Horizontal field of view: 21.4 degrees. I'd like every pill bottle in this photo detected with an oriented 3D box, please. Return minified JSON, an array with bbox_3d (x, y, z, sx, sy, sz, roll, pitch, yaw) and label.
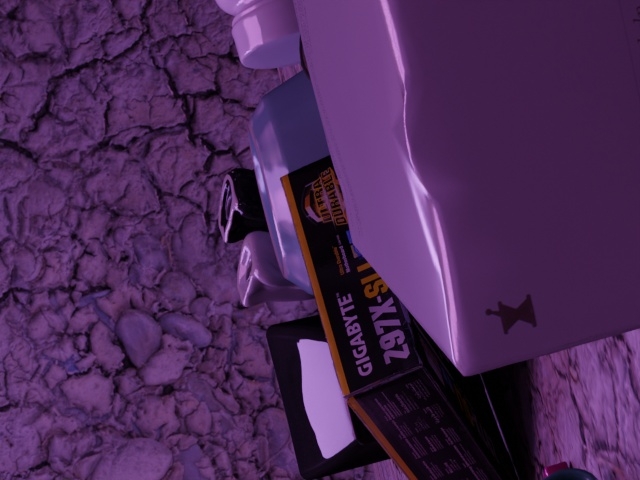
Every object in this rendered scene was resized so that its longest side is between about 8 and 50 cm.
[{"bbox_3d":[-0.056,-0.348,1.901,0.161,0.161,0.283,102,154,-81],"label":"pill bottle"}]

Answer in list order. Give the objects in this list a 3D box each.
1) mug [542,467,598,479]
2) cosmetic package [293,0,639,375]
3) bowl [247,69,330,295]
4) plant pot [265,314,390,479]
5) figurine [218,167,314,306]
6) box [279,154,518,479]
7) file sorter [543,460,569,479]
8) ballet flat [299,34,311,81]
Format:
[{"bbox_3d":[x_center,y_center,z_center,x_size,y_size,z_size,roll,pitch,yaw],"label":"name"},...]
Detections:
[{"bbox_3d":[0.175,0.242,1.146,0.158,0.097,0.129,-121,17,-75],"label":"mug"},{"bbox_3d":[0.088,-0.084,0.901,0.385,0.156,0.217,-129,25,-78],"label":"cosmetic package"},{"bbox_3d":[0.018,-0.060,1.842,0.311,0.163,0.311,165,90,-85],"label":"bowl"},{"bbox_3d":[0.065,0.161,1.930,0.167,0.188,0.187,153,104,-72],"label":"plant pot"},{"bbox_3d":[0.000,0.000,2.030,0.215,0.209,0.092,-110,26,-52],"label":"figurine"},{"bbox_3d":[0.081,0.105,1.542,0.322,0.079,0.257,55,-164,-49],"label":"box"},{"bbox_3d":[0.149,0.364,1.328,0.202,0.182,0.290,82,173,-56],"label":"file sorter"},{"bbox_3d":[0.029,-0.228,1.725,0.096,0.095,0.280,67,-165,-47],"label":"ballet flat"}]
